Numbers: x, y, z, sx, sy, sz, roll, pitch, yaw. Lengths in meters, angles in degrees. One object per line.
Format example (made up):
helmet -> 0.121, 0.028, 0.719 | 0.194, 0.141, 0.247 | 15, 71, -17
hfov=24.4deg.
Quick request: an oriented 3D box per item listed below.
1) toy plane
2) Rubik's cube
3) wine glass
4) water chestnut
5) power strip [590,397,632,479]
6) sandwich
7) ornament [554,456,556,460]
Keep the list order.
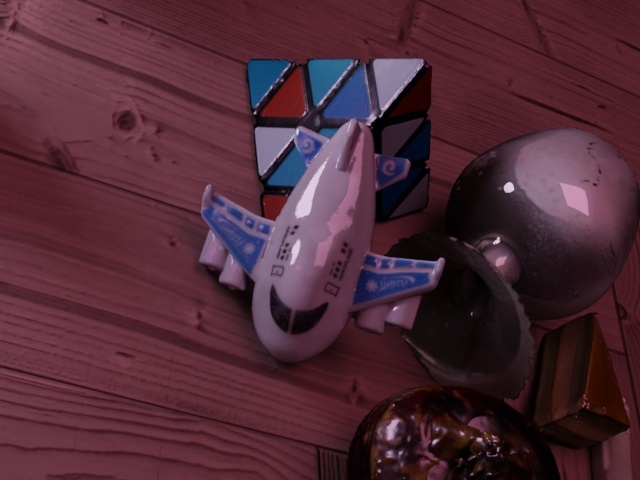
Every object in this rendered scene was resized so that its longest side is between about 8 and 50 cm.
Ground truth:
toy plane -> 0.000, 0.001, 1.562 | 0.267, 0.267, 0.122 | 55, 2, 7
Rubik's cube -> 0.039, -0.118, 1.660 | 0.284, 0.234, 0.250 | 42, 43, -7
wine glass -> 0.236, 0.010, 1.737 | 0.238, 0.238, 0.323 | 50, 51, 2
water chestnut -> 0.137, 0.250, 1.477 | 0.224, 0.238, 0.223 | 13, 62, -25
power strip -> 0.352, 0.253, 1.792 | 0.048, 0.030, 0.191 | 24, 47, -23
sandwich -> 0.295, 0.153, 1.763 | 0.113, 0.079, 0.163 | 27, 45, -47
ornament -> 0.235, 0.250, 1.690 | 0.068, 0.041, 0.092 | 35, 44, -10
